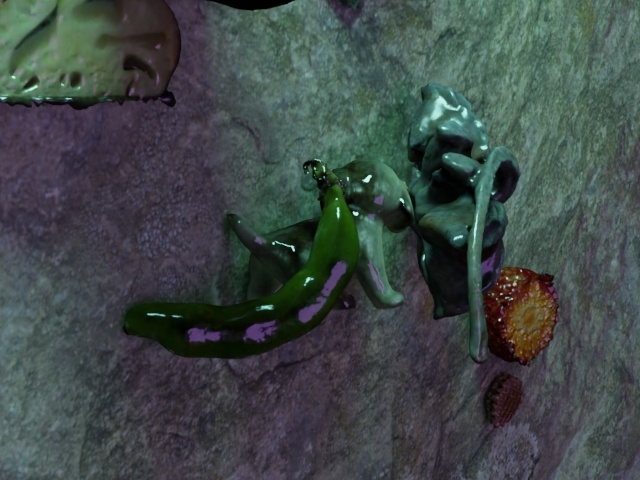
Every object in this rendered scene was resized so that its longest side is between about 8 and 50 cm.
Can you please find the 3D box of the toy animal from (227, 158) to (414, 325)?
[{"bbox_3d":[0.011,0.010,1.587,0.233,0.121,0.168,-25,104,-34],"label":"toy animal"}]

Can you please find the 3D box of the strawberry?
[{"bbox_3d":[0.277,0.106,1.970,0.145,0.086,0.145,-20,116,-49],"label":"strawberry"}]

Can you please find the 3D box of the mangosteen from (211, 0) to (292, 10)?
[{"bbox_3d":[-0.046,-0.345,1.257,0.233,0.288,0.287,-50,143,-69],"label":"mangosteen"}]

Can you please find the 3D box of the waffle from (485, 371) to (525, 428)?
[{"bbox_3d":[0.274,0.239,2.058,0.083,0.029,0.075,-40,130,-34],"label":"waffle"}]

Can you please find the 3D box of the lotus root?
[{"bbox_3d":[-0.235,-0.193,1.239,0.261,0.074,0.170,4,97,-51],"label":"lotus root"}]

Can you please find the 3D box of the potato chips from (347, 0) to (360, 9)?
[{"bbox_3d":[0.033,-0.364,1.520,0.167,0.059,0.228,-45,147,10],"label":"potato chips"}]

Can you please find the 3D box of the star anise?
[{"bbox_3d":[0.175,-0.021,1.659,0.316,0.139,0.359,67,19,-80],"label":"star anise"}]

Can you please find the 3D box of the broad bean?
[{"bbox_3d":[-0.062,0.046,1.470,0.292,0.049,0.144,-40,89,-18],"label":"broad bean"}]
